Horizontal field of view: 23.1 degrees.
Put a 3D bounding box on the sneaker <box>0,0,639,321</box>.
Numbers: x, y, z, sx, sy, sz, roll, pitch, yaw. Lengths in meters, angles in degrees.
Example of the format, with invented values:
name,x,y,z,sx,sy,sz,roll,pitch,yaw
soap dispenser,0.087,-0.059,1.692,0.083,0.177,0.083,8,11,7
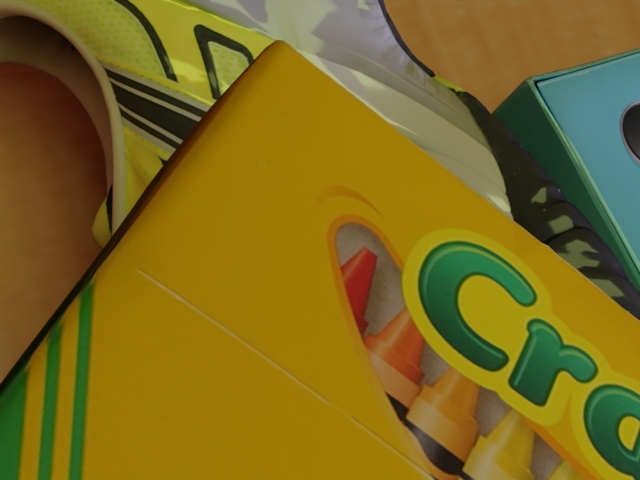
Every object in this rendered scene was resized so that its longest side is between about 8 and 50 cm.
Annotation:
name,x,y,z,sx,sy,sz,roll,pitch,yaw
sneaker,0.000,0.000,0.613,0.147,0.145,0.384,-38,82,-12

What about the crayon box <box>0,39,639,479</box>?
name,x,y,z,sx,sy,sz,roll,pitch,yaw
crayon box,0.044,0.169,0.407,0.363,0.106,0.313,38,50,-7

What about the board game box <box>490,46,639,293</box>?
name,x,y,z,sx,sy,sz,roll,pitch,yaw
board game box,0.247,0.058,0.708,0.254,0.079,0.336,-19,75,-30
